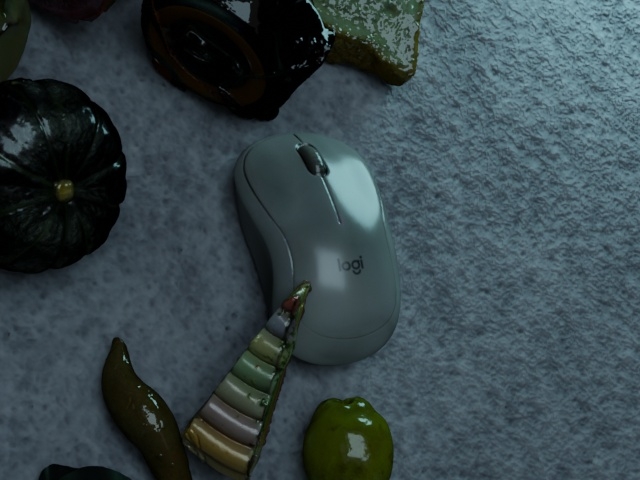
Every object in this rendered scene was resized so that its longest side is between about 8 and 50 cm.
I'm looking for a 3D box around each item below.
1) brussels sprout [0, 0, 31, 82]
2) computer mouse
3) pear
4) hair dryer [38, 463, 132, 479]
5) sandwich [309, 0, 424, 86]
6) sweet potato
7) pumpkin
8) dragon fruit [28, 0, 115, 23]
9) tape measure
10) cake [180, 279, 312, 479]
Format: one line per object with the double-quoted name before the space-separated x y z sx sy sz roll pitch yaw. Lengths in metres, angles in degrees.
"brussels sprout" -0.440 -0.271 1.529 0.244 0.244 0.244 7 70 -19
"computer mouse" 0.000 0.000 1.651 0.184 0.121 0.297 -3 75 -20
"pear" 0.033 0.245 1.592 0.107 0.107 0.131 -10 88 -24
"hair dryer" -0.231 0.390 1.434 0.116 0.244 0.302 -1 106 -12
"sandwich" 0.021 -0.337 1.789 0.251 0.087 0.226 19 66 -14
"sweet potato" -0.183 0.222 1.533 0.059 0.069 0.249 -28 84 -21
"pumpkin" -0.317 -0.072 1.509 0.220 0.162 0.220 -17 117 -37
"dragon fruit" -0.278 -0.447 1.602 0.314 0.296 0.263 46 59 -10
"tape measure" -0.106 -0.245 1.646 0.223 0.202 0.135 34 61 -13
"cake" -0.080 0.145 1.535 0.090 0.109 0.225 20 96 6
